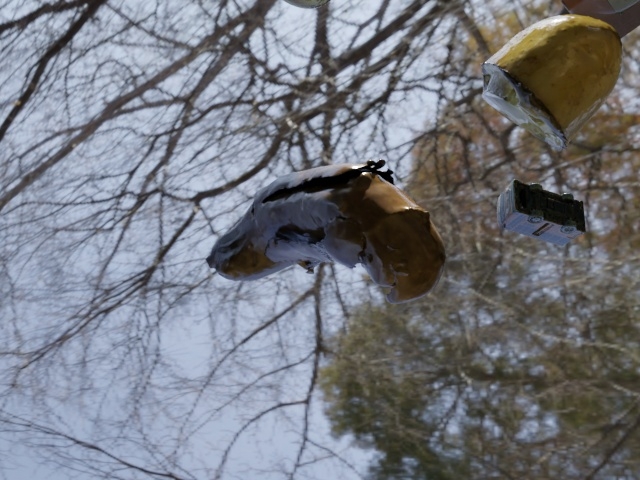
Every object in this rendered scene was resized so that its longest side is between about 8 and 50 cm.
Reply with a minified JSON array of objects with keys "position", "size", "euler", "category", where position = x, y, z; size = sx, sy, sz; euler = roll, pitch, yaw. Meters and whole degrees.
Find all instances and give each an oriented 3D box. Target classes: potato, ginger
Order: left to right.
[{"position":[0.003,-0.014,0.886],"size":[0.107,0.309,0.133],"euler":[5,-91,-35],"category":"ginger"},{"position":[0.424,-0.300,1.574],"size":[0.242,0.285,0.242],"euler":[0,-90,7],"category":"potato"}]

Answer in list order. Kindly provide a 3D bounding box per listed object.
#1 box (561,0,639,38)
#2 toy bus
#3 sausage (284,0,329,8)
[{"position":[0.594,-0.503,1.729],"size":[0.215,0.215,0.086],"euler":[21,-139,-53],"category":"box"},{"position":[0.472,-0.058,1.903],"size":[0.182,0.103,0.091],"euler":[15,-121,-18],"category":"toy bus"},{"position":[-0.079,-0.479,1.413],"size":[0.123,0.123,0.347],"euler":[-16,-133,-34],"category":"sausage"}]
